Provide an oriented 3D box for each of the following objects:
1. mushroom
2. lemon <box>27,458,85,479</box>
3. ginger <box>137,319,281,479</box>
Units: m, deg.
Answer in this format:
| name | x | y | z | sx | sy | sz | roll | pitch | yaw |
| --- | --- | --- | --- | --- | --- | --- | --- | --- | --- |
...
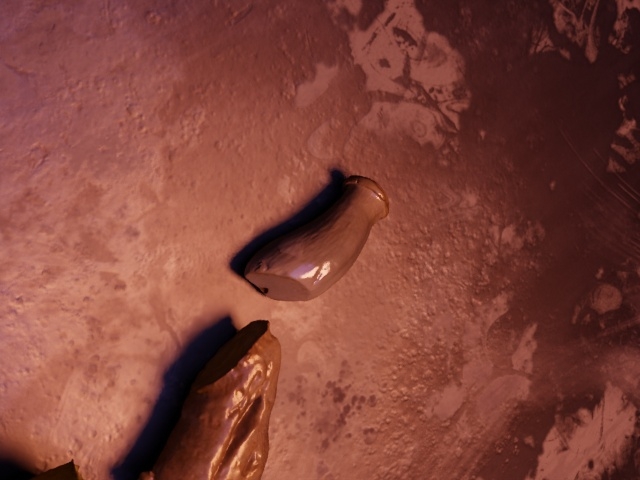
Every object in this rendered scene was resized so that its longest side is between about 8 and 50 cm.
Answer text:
| name | x | y | z | sx | sy | sz | roll | pitch | yaw |
| --- | --- | --- | --- | --- | --- | --- | --- | --- | --- |
| mushroom | 0.004 | 0.008 | 1.467 | 0.247 | 0.108 | 0.096 | -41 | 153 | -20 |
| lemon | -0.324 | 0.469 | 1.157 | 0.364 | 0.364 | 0.364 | -2 | 94 | -31 |
| ginger | -0.142 | 0.275 | 1.377 | 0.190 | 0.126 | 0.353 | 21 | 84 | -25 |
